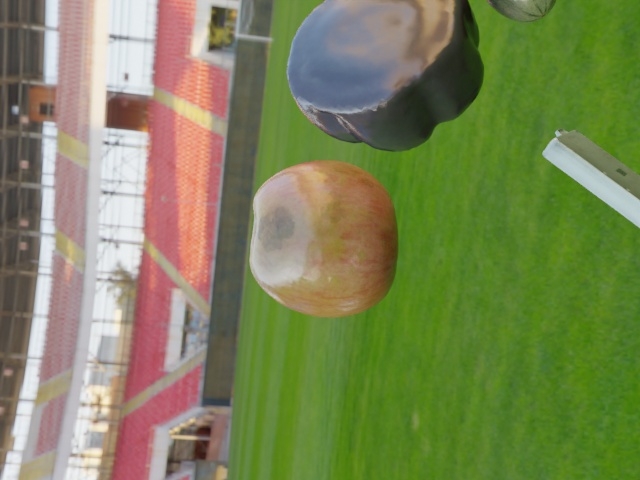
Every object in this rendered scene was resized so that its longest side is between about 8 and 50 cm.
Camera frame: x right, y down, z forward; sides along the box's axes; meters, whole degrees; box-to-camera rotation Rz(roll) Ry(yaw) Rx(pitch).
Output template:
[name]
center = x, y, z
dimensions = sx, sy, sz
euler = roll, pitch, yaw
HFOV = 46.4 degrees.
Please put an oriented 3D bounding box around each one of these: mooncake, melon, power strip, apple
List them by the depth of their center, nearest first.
[melon]
center = 0.243, -0.332, 0.925
dimensions = 0.130, 0.098, 0.098
euler = 62, 169, 4
[mooncake]
center = 0.083, -0.226, 0.943
dimensions = 0.133, 0.245, 0.245
euler = 44, -139, -52
[power strip]
center = 0.552, -0.120, 1.431
dimensions = 0.118, 0.270, 0.046
euler = -22, -33, -48
[apple]
center = 0.000, 0.000, 1.701
dimensions = 0.364, 0.364, 0.363
euler = -175, 90, -83
